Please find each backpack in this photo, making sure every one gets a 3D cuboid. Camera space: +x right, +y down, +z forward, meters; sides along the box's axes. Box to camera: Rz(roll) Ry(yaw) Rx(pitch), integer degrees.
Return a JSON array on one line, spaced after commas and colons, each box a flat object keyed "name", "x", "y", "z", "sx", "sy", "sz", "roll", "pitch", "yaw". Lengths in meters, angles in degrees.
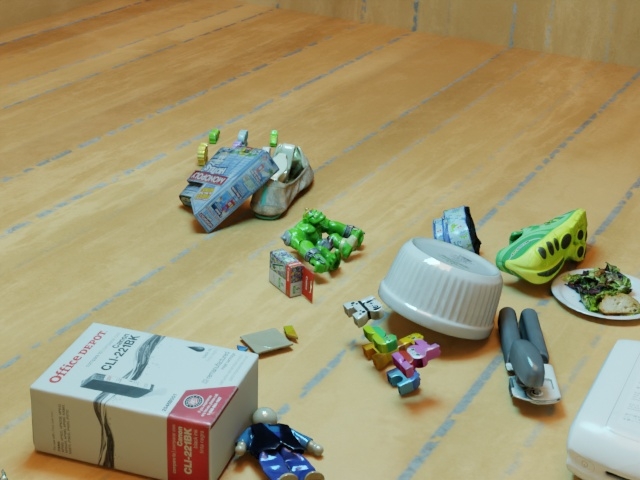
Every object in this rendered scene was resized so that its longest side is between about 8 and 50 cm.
[{"name": "backpack", "x": 0.263, "y": 0.001, "z": 2.150, "sx": 0.084, "sy": 0.105, "sz": 0.114, "roll": -18, "pitch": 24, "yaw": 10}]

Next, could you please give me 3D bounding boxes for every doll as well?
[{"name": "doll", "x": -0.054, "y": 0.292, "z": 1.556, "sx": 0.129, "sy": 0.046, "sz": 0.189, "roll": 2, "pitch": 21, "yaw": -23}]

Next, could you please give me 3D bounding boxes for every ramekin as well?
[{"name": "ramekin", "x": 0.211, "y": 0.075, "z": 1.903, "sx": 0.207, "sy": 0.109, "sz": 0.207, "roll": 18, "pitch": 14, "yaw": -5}]

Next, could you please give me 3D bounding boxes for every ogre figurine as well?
[{"name": "ogre figurine", "x": 0.000, "y": 0.000, "z": 2.145, "sx": 0.118, "sy": 0.097, "sz": 0.197, "roll": 29, "pitch": 48, "yaw": 14}]

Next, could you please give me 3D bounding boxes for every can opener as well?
[{"name": "can opener", "x": 0.335, "y": 0.168, "z": 1.798, "sx": 0.076, "sy": 0.095, "sz": 0.283, "roll": 4, "pitch": 25, "yaw": 1}]

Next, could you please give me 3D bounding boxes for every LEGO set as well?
[{"name": "LEGO set", "x": 0.131, "y": 0.167, "z": 1.789, "sx": 0.093, "sy": 0.087, "sz": 0.227, "roll": -22, "pitch": 31, "yaw": -15}]

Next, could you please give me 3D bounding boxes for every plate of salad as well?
[{"name": "plate of salad", "x": 0.524, "y": 0.088, "z": 2.045, "sx": 0.200, "sy": 0.048, "sz": 0.200, "roll": 1, "pitch": 25, "yaw": -1}]

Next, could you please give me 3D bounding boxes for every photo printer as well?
[{"name": "photo printer", "x": 0.496, "y": 0.269, "z": 1.581, "sx": 0.256, "sy": 0.107, "sz": 0.307, "roll": 13, "pitch": 28, "yaw": 23}]

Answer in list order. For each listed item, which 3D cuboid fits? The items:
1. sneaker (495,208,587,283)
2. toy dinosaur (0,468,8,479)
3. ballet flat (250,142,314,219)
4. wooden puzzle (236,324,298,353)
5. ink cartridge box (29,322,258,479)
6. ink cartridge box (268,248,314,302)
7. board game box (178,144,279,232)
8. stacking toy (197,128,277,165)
[{"name": "sneaker", "x": 0.431, "y": 0.000, "z": 2.149, "sx": 0.123, "sy": 0.109, "sz": 0.295, "roll": 10, "pitch": 18, "yaw": 33}, {"name": "toy dinosaur", "x": -0.467, "y": 0.318, "z": 1.480, "sx": 0.092, "sy": 0.053, "sz": 0.183, "roll": -21, "pitch": 23, "yaw": -12}, {"name": "ballet flat", "x": -0.076, "y": -0.150, "z": 2.435, "sx": 0.107, "sy": 0.106, "sz": 0.316, "roll": 6, "pitch": 25, "yaw": 7}, {"name": "wooden puzzle", "x": -0.089, "y": 0.169, "z": 1.859, "sx": 0.116, "sy": 0.014, "sz": 0.078, "roll": -8, "pitch": 23, "yaw": -22}, {"name": "ink cartridge box", "x": -0.247, "y": 0.230, "z": 1.592, "sx": 0.273, "sy": 0.114, "sz": 0.197, "roll": 9, "pitch": 26, "yaw": 14}, {"name": "ink cartridge box", "x": -0.053, "y": 0.066, "z": 2.023, "sx": 0.029, "sy": 0.063, "sz": 0.115, "roll": -12, "pitch": 28, "yaw": -30}, {"name": "board game box", "x": -0.214, "y": -0.111, "z": 2.308, "sx": 0.194, "sy": 0.060, "sz": 0.194, "roll": 14, "pitch": 58, "yaw": 48}, {"name": "stacking toy", "x": -0.193, "y": -0.230, "z": 2.664, "sx": 0.167, "sy": 0.052, "sz": 0.221, "roll": 4, "pitch": 24, "yaw": 4}]
